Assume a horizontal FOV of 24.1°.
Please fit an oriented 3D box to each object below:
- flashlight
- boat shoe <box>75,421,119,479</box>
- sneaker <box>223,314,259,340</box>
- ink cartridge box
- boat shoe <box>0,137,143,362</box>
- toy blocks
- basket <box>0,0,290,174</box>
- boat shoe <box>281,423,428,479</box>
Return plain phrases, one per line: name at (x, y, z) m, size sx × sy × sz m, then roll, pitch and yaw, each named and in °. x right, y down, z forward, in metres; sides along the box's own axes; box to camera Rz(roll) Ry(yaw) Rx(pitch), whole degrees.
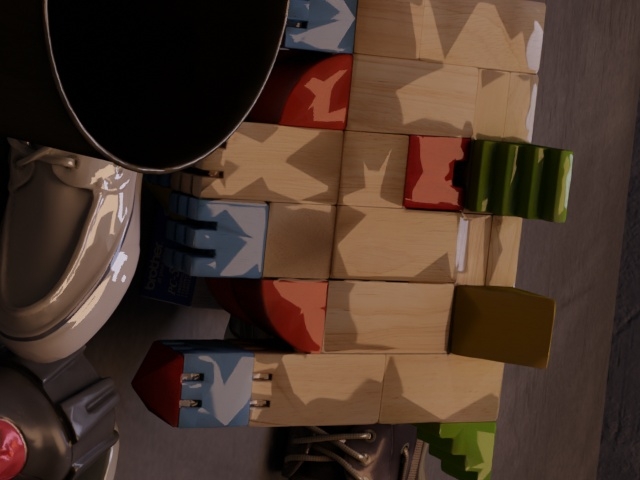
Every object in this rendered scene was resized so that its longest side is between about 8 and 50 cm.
flashlight at (-0.211, 0.145, 0.798) m, size 0.304 × 0.103 × 0.103 m, roll -34°, pitch 129°, yaw -59°
boat shoe at (-0.169, 0.197, 0.985) m, size 0.183 × 0.065 × 0.083 m, roll -70°, pitch 158°, yaw -6°
sneaker at (0.000, 0.000, 1.153) m, size 0.234 × 0.078 × 0.106 m, roll -47°, pitch 146°, yaw -48°
ink cartridge box at (-0.065, 0.004, 1.167) m, size 0.207 × 0.046 × 0.097 m, roll 11°, pitch 90°, yaw -68°
boat shoe at (-0.151, -0.057, 0.893) m, size 0.084 × 0.095 × 0.258 m, roll 56°, pitch 38°, yaw -55°
toy blocks at (0.001, -0.029, 0.994) m, size 0.261 × 0.191 × 0.381 m, roll 3°, pitch 97°, yaw -28°
basket at (-0.155, -0.122, 0.650) m, size 0.204 × 0.227 × 0.154 m, roll -21°, pitch 119°, yaw -64°
boat shoe at (0.035, 0.188, 1.381) m, size 0.130 × 0.132 × 0.355 m, roll -55°, pitch 146°, yaw -47°
